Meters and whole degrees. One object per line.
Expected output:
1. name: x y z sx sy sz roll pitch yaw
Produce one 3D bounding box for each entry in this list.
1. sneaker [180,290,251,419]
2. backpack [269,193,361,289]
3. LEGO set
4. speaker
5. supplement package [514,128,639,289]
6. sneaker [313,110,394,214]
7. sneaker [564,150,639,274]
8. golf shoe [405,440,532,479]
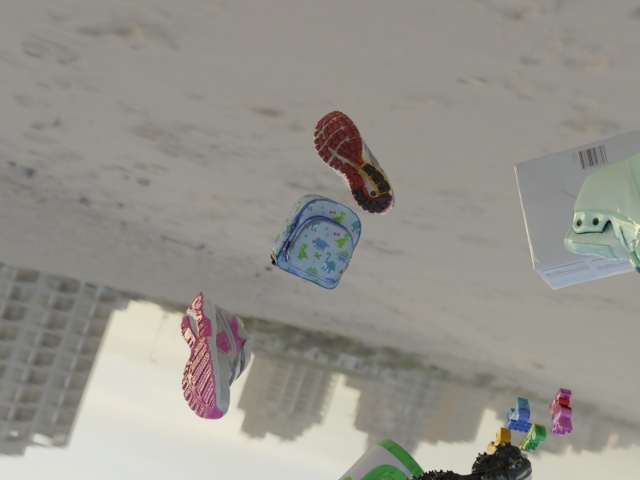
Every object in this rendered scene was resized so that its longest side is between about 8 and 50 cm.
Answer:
1. sneaker: -0.165 0.198 1.866 0.111 0.103 0.252 20 -141 -25
2. backpack: 0.000 0.000 1.491 0.105 0.114 0.084 25 180 -18
3. LEGO set: 0.334 0.347 1.824 0.087 0.227 0.093 13 -141 -10
4. speaker: 0.050 0.490 1.943 0.131 0.296 0.131 43 163 16
5. supplement package: 0.494 -0.054 1.906 0.262 0.204 0.145 -15 157 20
6. sneaker: 0.062 -0.137 2.034 0.225 0.088 0.093 61 -170 15
7. sneaker: 0.312 0.027 1.058 0.151 0.255 0.094 -20 139 40
8. golf shoe: 0.179 0.334 1.401 0.198 0.093 0.077 -19 -150 2
